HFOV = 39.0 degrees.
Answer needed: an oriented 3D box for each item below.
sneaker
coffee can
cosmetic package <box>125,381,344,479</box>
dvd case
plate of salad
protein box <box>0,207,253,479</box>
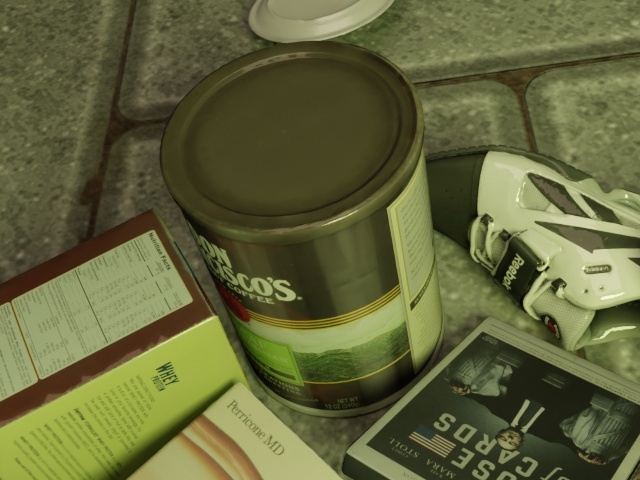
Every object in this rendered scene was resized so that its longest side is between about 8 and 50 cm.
[{"bbox_3d":[0.211,0.017,0.817,0.330,0.122,0.146,18,60,20],"label":"sneaker"},{"bbox_3d":[0.000,0.000,0.778,0.201,0.275,0.202,-6,51,8],"label":"coffee can"},{"bbox_3d":[-0.113,0.272,0.680,0.296,0.129,0.153,-41,54,-20],"label":"cosmetic package"},{"bbox_3d":[0.156,0.156,0.719,0.179,0.030,0.238,25,35,27],"label":"dvd case"},{"bbox_3d":[0.005,-0.302,1.167,0.199,0.048,0.200,-10,41,9],"label":"plate of salad"},{"bbox_3d":[-0.178,0.118,0.771,0.201,0.200,0.136,-27,52,-10],"label":"protein box"}]
